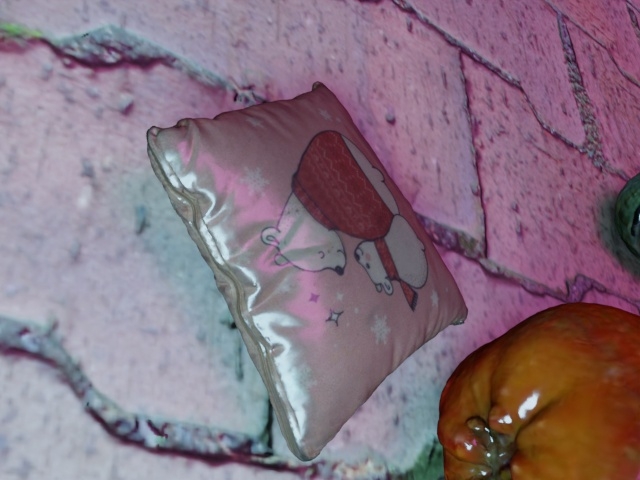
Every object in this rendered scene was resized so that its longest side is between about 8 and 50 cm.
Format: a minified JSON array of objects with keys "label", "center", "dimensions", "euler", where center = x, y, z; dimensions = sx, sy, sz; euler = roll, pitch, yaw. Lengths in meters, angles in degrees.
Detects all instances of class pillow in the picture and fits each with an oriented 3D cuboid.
[{"label":"pillow","center":[0.000,0.000,0.557],"dimensions":[0.223,0.084,0.236],"euler":[-26,89,-51]}]

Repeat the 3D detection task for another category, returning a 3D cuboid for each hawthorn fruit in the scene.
[{"label":"hawthorn fruit","center":[0.218,0.146,0.589],"dimensions":[0.299,0.211,0.211],"euler":[-4,68,-45]}]

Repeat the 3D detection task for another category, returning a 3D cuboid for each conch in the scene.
[{"label":"conch","center":[0.456,-0.019,1.001],"dimensions":[0.188,0.122,0.176],"euler":[44,63,-12]}]
